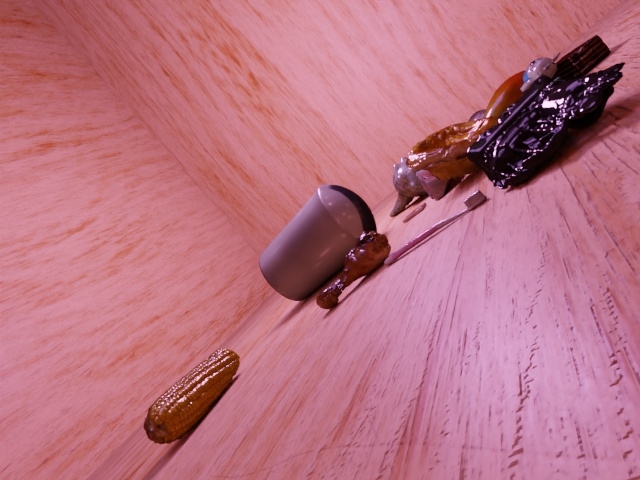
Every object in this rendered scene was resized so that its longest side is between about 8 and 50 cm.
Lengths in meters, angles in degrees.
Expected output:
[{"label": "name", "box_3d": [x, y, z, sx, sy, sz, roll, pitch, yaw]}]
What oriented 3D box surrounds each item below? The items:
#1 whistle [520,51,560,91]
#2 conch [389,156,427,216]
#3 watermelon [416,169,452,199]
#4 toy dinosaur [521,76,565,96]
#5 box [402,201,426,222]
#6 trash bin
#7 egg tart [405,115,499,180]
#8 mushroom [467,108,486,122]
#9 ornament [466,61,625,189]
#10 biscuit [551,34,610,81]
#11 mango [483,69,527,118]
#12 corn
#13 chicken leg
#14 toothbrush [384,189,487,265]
[{"label": "whistle", "box_3d": [0.678, -0.523, 1.442, 0.114, 0.077, 0.236, -52, -3, 13]}, {"label": "conch", "box_3d": [0.344, -0.236, 1.734, 0.203, 0.169, 0.386, -33, -3, -31]}, {"label": "watermelon", "box_3d": [0.381, -0.193, 1.456, 0.154, 0.094, 0.241, -30, 8, 25]}, {"label": "toy dinosaur", "box_3d": [0.638, -0.418, 1.363, 0.120, 0.079, 0.292, -36, 3, 2]}, {"label": "box", "box_3d": [0.302, -0.089, 1.470, 0.083, 0.012, 0.046, -42, 0, 40]}, {"label": "trash bin", "box_3d": [0.000, 0.000, 1.675, 0.432, 0.280, 0.280, -44, 0, 24]}, {"label": "egg tart", "box_3d": [0.390, -0.253, 1.300, 0.295, 0.116, 0.294, -24, 16, 7]}, {"label": "mushroom", "box_3d": [0.658, -0.470, 1.843, 0.141, 0.117, 0.188, -53, 8, -7]}, {"label": "ornament", "box_3d": [0.396, -0.191, 0.802, 0.251, 0.106, 0.260, -48, 9, 14]}, {"label": "biscuit", "box_3d": [0.777, -0.540, 1.421, 0.106, 0.070, 0.252, -40, 1, 8]}, {"label": "mango", "box_3d": [0.680, -0.497, 1.640, 0.289, 0.129, 0.146, -51, 6, -14]}, {"label": "corn", "box_3d": [-0.334, 0.411, 1.239, 0.120, 0.120, 0.363, -40, -2, 28]}, {"label": "chicken leg", "box_3d": [0.084, 0.077, 1.164, 0.251, 0.087, 0.107, -48, -16, -6]}, {"label": "toothbrush", "box_3d": [0.236, -0.020, 0.989, 0.286, 0.025, 0.020, -41, 2, 39]}]
